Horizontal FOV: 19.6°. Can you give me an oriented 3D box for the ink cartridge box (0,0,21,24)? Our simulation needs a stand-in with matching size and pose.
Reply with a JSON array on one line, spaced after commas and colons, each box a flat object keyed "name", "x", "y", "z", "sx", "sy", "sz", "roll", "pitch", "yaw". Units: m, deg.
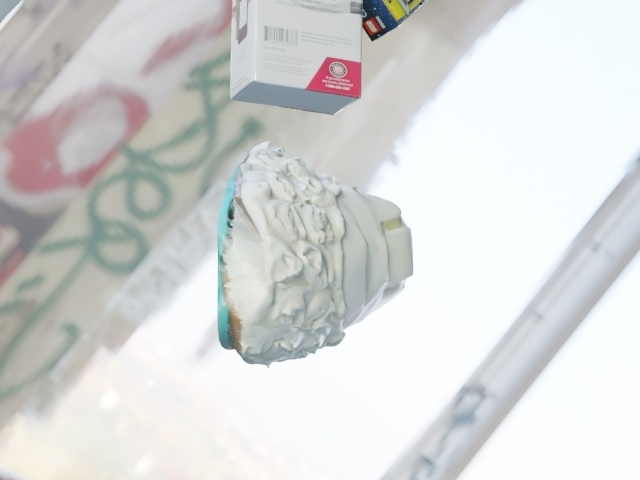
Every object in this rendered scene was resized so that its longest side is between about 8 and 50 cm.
[{"name": "ink cartridge box", "x": -0.385, "y": -0.185, "z": 1.382, "sx": 0.308, "sy": 0.385, "sz": 0.091, "roll": 38, "pitch": -6, "yaw": 42}]

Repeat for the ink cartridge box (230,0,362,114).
[{"name": "ink cartridge box", "x": -0.022, "y": -0.201, "z": 1.704, "sx": 0.109, "sy": 0.150, "sz": 0.063, "roll": 7, "pitch": -16, "yaw": -22}]

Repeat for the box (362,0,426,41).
[{"name": "box", "x": 0.039, "y": -0.341, "z": 1.928, "sx": 0.044, "sy": 0.159, "sz": 0.233, "roll": -27, "pitch": -78, "yaw": 40}]

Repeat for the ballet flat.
[{"name": "ballet flat", "x": 0.000, "y": 0.000, "z": 1.290, "sx": 0.147, "sy": 0.147, "sz": 0.409, "roll": 40, "pitch": 4, "yaw": -3}]
